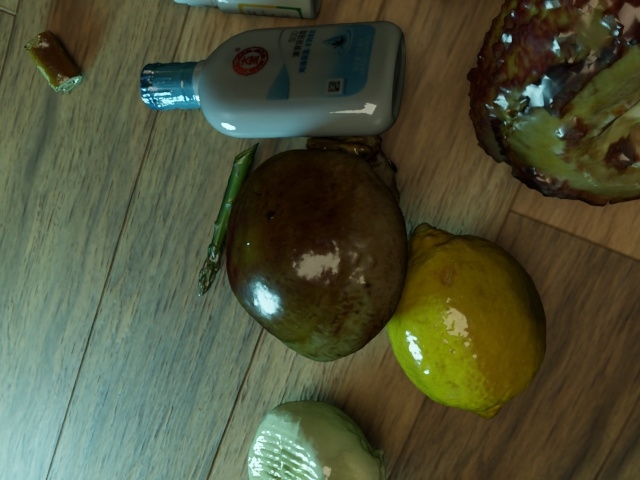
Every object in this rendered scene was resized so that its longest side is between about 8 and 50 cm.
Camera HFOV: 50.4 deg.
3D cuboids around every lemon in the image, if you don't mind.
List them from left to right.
[{"bbox_3d":[0.173,0.098,0.828,0.188,0.188,0.256,-20,96,15],"label":"lemon"}]

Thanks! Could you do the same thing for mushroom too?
[{"bbox_3d":[-0.007,-0.011,0.829,0.195,0.263,0.283,32,66,-26],"label":"mushroom"}]

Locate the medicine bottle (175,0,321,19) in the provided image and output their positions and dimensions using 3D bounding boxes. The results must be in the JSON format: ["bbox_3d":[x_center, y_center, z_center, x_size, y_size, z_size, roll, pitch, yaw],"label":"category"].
[{"bbox_3d":[-0.108,-0.340,0.882,0.221,0.061,0.092,8,77,11],"label":"medicine bottle"}]

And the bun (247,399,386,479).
[{"bbox_3d":[0.002,0.333,0.924,0.229,0.145,0.229,-8,80,56],"label":"bun"}]

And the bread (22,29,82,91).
[{"bbox_3d":[-0.378,-0.253,0.965,0.047,0.036,0.083,-35,90,8],"label":"bread"}]

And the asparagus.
[{"bbox_3d":[-0.133,-0.030,0.951,0.027,0.034,0.236,17,106,-9],"label":"asparagus"}]

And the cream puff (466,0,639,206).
[{"bbox_3d":[0.315,-0.185,0.705,0.350,0.350,0.228,-17,55,15],"label":"cream puff"}]

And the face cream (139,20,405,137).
[{"bbox_3d":[-0.066,-0.201,0.857,0.337,0.080,0.163,2,61,17],"label":"face cream"}]
